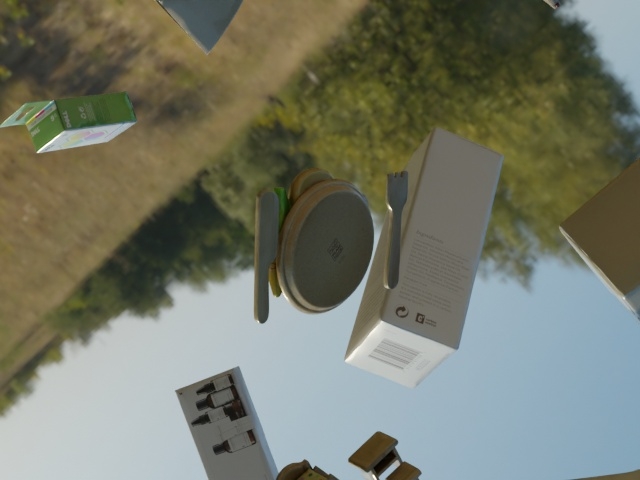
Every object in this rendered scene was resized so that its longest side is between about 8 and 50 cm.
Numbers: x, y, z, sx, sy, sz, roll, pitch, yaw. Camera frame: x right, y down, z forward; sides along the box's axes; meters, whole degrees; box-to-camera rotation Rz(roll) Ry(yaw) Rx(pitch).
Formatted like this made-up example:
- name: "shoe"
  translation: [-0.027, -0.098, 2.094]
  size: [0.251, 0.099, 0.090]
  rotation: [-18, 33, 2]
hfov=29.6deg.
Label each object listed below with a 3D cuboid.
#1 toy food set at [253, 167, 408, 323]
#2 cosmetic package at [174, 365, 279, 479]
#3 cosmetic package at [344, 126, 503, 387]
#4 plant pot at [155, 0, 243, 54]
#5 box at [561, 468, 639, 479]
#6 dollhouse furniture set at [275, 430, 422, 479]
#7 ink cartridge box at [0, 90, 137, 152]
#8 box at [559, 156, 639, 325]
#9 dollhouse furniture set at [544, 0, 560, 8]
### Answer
- name: "toy food set"
  translation: [0.000, 0.000, 1.080]
  size: [0.039, 0.132, 0.192]
  rotation: [15, -163, 41]
- name: "cosmetic package"
  translation: [-0.129, 0.318, 1.820]
  size: [0.099, 0.239, 0.060]
  rotation: [-22, 176, 5]
- name: "cosmetic package"
  translation: [0.205, 0.032, 2.379]
  size: [0.230, 0.162, 0.453]
  rotation: [125, -15, -60]
- name: "plant pot"
  translation: [-0.131, -0.274, 1.224]
  size: [0.096, 0.109, 0.109]
  rotation: [-43, 148, 1]
- name: "box"
  translation: [0.264, 0.398, 1.083]
  size: [0.215, 0.345, 0.168]
  rotation: [-21, -166, 49]
- name: "dollhouse furniture set"
  translation: [0.065, 0.288, 1.373]
  size: [0.161, 0.101, 0.182]
  rotation: [-40, -150, -23]
- name: "ink cartridge box"
  translation: [-0.440, -0.205, 2.124]
  size: [0.209, 0.062, 0.109]
  rotation: [-14, 172, -44]
- name: "box"
  translation: [0.333, -0.050, 0.956]
  size: [0.275, 0.113, 0.094]
  rotation: [-40, -129, 7]
- name: "dollhouse furniture set"
  translation: [0.359, -0.395, 1.746]
  size: [0.129, 0.184, 0.129]
  rotation: [-47, -130, 11]
